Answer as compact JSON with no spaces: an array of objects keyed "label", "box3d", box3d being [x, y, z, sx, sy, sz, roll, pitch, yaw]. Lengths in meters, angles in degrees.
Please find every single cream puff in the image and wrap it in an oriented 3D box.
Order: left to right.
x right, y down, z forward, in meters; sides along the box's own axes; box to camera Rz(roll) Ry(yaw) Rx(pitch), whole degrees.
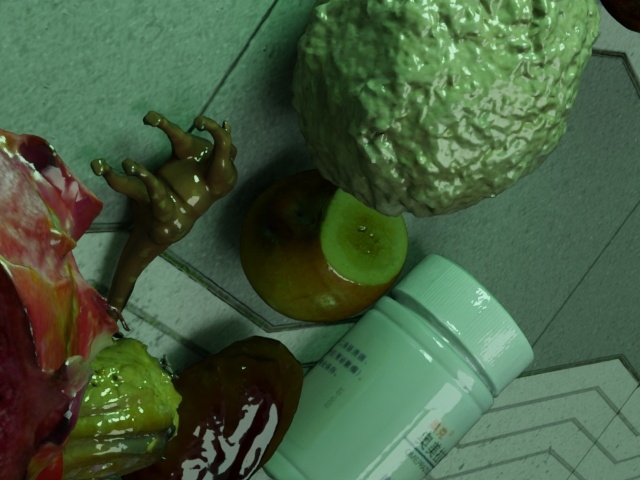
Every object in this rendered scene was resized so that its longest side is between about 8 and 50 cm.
[{"label":"cream puff","box3d":[-0.222,0.162,1.531,0.189,0.129,0.189,-15,168,-3]}]

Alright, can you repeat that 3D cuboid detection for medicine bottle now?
[{"label":"medicine bottle","box3d":[0.085,0.190,1.915,0.332,0.190,0.190,-46,150,-5]}]

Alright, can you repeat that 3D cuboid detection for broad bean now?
[{"label":"broad bean","box3d":[-0.118,0.196,1.730,0.228,0.122,0.156,-47,125,-15]}]

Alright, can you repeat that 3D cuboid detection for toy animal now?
[{"label":"toy animal","box3d":[-0.163,-0.010,1.490,0.224,0.066,0.229,-37,152,-10]}]

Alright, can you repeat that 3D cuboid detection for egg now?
[{"label":"egg","box3d":[0.111,-0.161,1.487,0.279,0.279,0.310,-1,130,-52]}]

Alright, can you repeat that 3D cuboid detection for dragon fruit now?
[{"label":"dragon fruit","box3d":[-0.303,0.030,1.079,0.249,0.386,0.371,-51,153,-61]}]

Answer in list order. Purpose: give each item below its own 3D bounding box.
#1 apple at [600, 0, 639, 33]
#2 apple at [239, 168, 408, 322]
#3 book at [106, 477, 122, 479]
[{"label":"apple","box3d":[0.402,-0.315,1.732,0.230,0.230,0.230,-33,147,-25]},{"label":"apple","box3d":[-0.001,0.005,1.620,0.147,0.163,0.146,49,38,-49]},{"label":"book","box3d":[-0.263,0.296,1.753,0.135,0.017,0.103,8,119,-56]}]
